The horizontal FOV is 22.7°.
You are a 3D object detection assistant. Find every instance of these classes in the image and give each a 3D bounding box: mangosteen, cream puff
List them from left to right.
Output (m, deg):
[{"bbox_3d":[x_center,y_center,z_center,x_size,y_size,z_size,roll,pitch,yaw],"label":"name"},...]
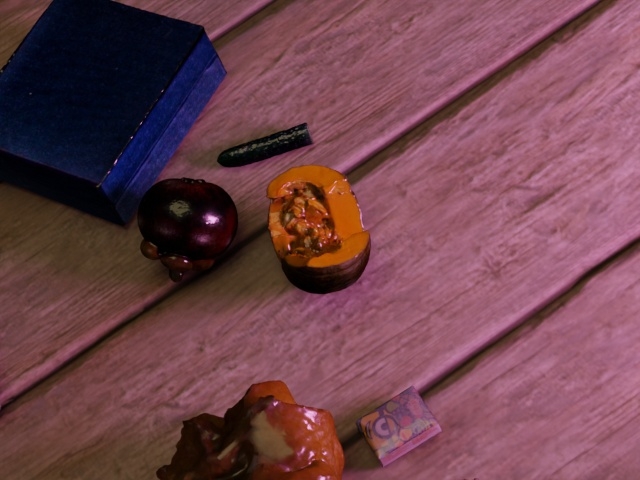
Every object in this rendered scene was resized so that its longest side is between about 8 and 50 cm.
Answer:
[{"bbox_3d":[-0.174,-0.013,2.057,0.140,0.140,0.140,-8,56,13],"label":"mangosteen"},{"bbox_3d":[-0.076,0.281,1.800,0.241,0.155,0.269,-7,57,26],"label":"cream puff"}]

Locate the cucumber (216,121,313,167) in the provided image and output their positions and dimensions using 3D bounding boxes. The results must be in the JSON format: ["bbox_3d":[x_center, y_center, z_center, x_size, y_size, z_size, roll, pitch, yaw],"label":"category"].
[{"bbox_3d":[-0.076,-0.124,2.142,0.133,0.032,0.032,-17,54,6],"label":"cucumber"}]

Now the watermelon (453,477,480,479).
[{"bbox_3d":[0.103,0.352,1.699,0.257,0.193,0.139,-25,53,-15],"label":"watermelon"}]

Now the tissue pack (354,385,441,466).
[{"bbox_3d":[0.090,0.216,1.862,0.083,0.035,0.063,-33,54,-4],"label":"tissue pack"}]

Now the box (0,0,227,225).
[{"bbox_3d":[-0.315,-0.188,2.209,0.261,0.116,0.279,21,66,27],"label":"box"}]

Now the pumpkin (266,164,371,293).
[{"bbox_3d":[0.000,0.000,1.990,0.119,0.107,0.183,-15,47,-1],"label":"pumpkin"}]
